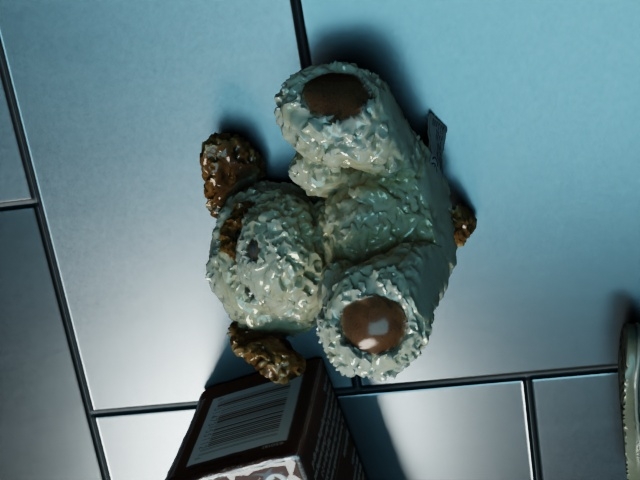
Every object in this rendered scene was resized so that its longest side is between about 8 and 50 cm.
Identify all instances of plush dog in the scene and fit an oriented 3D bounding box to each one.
[{"bbox_3d":[0.000,0.000,1.026,0.225,0.210,0.262,-14,81,26],"label":"plush dog"}]

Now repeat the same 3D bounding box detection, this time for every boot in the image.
[{"bbox_3d":[0.381,0.147,1.072,0.208,0.076,0.190,-4,125,15],"label":"boot"}]

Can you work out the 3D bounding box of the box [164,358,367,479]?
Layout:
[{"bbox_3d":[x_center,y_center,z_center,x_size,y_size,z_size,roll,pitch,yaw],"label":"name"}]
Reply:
[{"bbox_3d":[-0.008,0.329,1.126,0.143,0.191,0.381,-17,107,13],"label":"box"}]
